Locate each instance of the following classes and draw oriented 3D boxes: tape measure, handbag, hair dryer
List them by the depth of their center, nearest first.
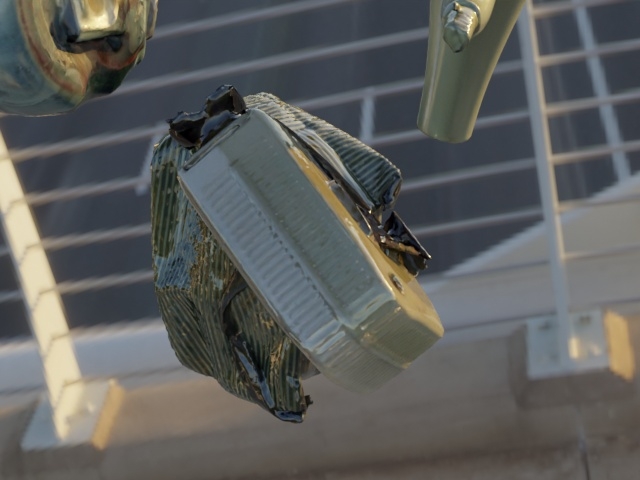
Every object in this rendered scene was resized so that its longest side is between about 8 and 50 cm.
[{"bbox_3d":[0.126,-0.181,1.232,0.119,0.296,0.298,15,52,7],"label":"hair dryer"},{"bbox_3d":[0.000,0.000,1.250,0.133,0.231,0.271,-41,69,6],"label":"tape measure"},{"bbox_3d":[-0.276,-0.259,1.355,0.147,0.275,0.256,6,19,28],"label":"tape measure"},{"bbox_3d":[-0.044,0.021,1.549,0.240,0.341,0.247,24,39,39],"label":"handbag"}]
